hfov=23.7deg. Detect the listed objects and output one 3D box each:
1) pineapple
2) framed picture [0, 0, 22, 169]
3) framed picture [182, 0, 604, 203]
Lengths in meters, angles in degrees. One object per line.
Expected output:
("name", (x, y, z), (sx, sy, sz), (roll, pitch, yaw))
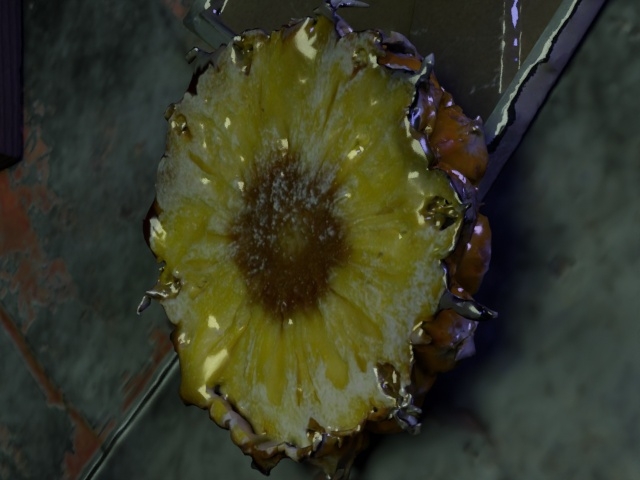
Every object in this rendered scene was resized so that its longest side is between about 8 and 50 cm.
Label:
("pineapple", (0.000, 0.000, 0.646), (0.221, 0.047, 0.221), (-5, 84, 47))
("framed picture", (-0.227, -0.107, 0.909), (0.128, 0.023, 0.169), (-21, 63, 36))
("framed picture", (0.068, -0.176, 0.674), (0.213, 0.016, 0.289), (40, 104, 41))
